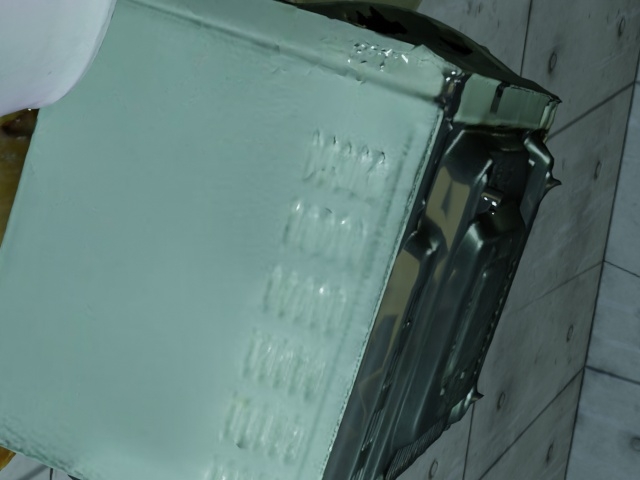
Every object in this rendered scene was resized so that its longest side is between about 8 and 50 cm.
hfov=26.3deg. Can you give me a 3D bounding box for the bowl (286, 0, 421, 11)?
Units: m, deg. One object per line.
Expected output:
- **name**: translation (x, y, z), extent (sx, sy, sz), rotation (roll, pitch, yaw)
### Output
- **bowl**: translation (-0.011, -0.274, 0.967), extent (0.277, 0.145, 0.277), rotation (-37, 135, -49)

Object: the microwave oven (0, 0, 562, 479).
- **microwave oven**: translation (0.000, 0.000, 0.659), extent (0.295, 0.181, 0.237), rotation (-13, 121, -73)

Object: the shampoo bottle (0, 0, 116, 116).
- **shampoo bottle**: translation (-0.215, -0.147, 0.455), extent (0.266, 0.273, 0.273), rotation (-11, 119, -29)

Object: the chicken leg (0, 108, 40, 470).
- **chicken leg**: translation (-0.172, -0.068, 0.702), extent (0.295, 0.182, 0.409), rotation (47, 51, -51)
